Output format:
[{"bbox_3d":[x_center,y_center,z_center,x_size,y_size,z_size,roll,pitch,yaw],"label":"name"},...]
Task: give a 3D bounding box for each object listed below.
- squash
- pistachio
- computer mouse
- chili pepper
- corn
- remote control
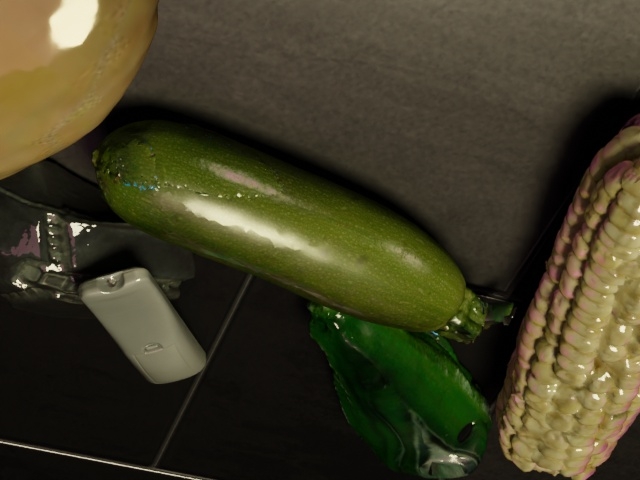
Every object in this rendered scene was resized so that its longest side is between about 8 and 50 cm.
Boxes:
[{"bbox_3d":[-0.001,0.001,1.050,0.331,0.087,0.087,24,127,-25],"label":"squash"},{"bbox_3d":[-0.205,-0.113,0.857,0.293,0.162,0.181,-20,165,26],"label":"pistachio"},{"bbox_3d":[-0.177,0.008,1.055,0.192,0.062,0.106,21,129,-21],"label":"computer mouse"},{"bbox_3d":[0.048,0.108,1.170,0.108,0.062,0.216,-24,129,17],"label":"chili pepper"},{"bbox_3d":[0.202,0.047,1.092,0.127,0.126,0.335,9,136,-13],"label":"corn"},{"bbox_3d":[-0.121,0.065,1.093,0.050,0.027,0.184,-17,155,3],"label":"remote control"}]
